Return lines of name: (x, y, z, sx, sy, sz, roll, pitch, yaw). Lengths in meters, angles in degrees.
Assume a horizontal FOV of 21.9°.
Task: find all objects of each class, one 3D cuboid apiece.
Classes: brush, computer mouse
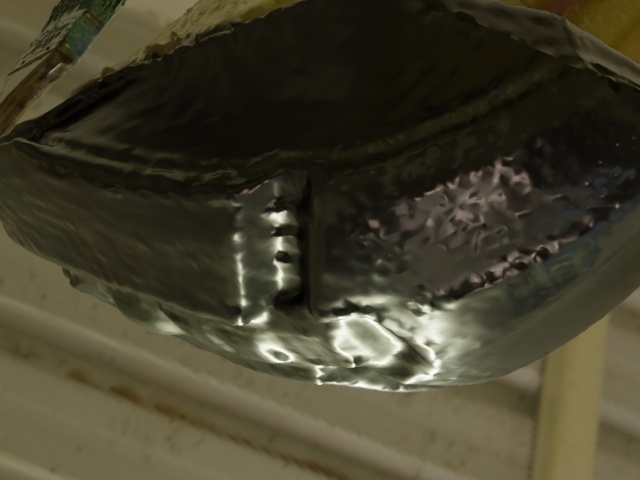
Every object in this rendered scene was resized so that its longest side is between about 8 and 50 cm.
brush: (-0.153, -0.067, 0.815, 0.021, 0.070, 0.196, 45, -122, -21)
computer mouse: (0.000, 0.000, 0.384, 0.106, 0.192, 0.062, 41, -129, -43)

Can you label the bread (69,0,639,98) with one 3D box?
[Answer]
bread: (0.054, -0.081, 0.690, 0.264, 0.163, 0.168, -45, -72, -26)
